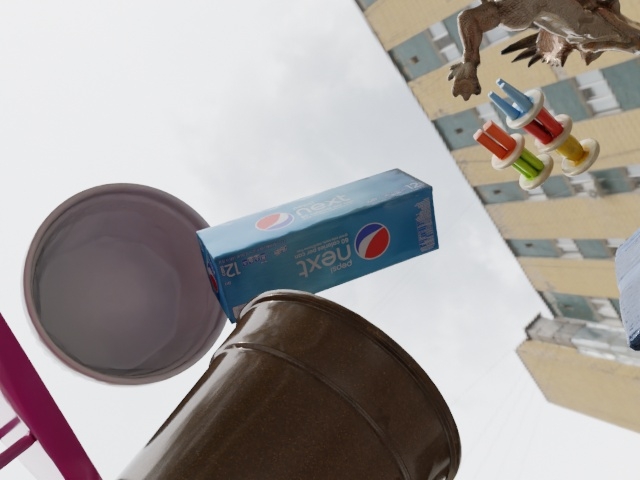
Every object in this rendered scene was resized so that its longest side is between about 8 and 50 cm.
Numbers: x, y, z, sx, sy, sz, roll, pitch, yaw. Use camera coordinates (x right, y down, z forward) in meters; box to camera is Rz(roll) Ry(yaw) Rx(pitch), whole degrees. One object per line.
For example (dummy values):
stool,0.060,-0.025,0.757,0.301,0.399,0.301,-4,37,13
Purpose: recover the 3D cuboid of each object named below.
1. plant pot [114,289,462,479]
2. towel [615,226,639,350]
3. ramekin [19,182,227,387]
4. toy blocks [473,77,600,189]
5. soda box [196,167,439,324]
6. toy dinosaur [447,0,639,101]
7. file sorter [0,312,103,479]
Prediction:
plant pot,-0.034,0.141,0.392,0.165,0.167,0.167,-43,-75,-38
towel,0.219,0.022,0.445,0.029,0.119,0.067,32,-56,0
ramekin,-0.208,0.054,0.734,0.207,0.109,0.207,11,-112,-27
toy blocks,0.235,-0.128,0.836,0.148,0.123,0.054,33,-115,-21
soda box,0.000,0.000,0.649,0.210,0.071,0.067,-18,-64,-16
toy dinosaur,0.154,-0.248,0.605,0.296,0.127,0.200,57,-142,-3
file sorter,-0.276,0.123,0.420,0.182,0.202,0.291,-39,-47,-31
